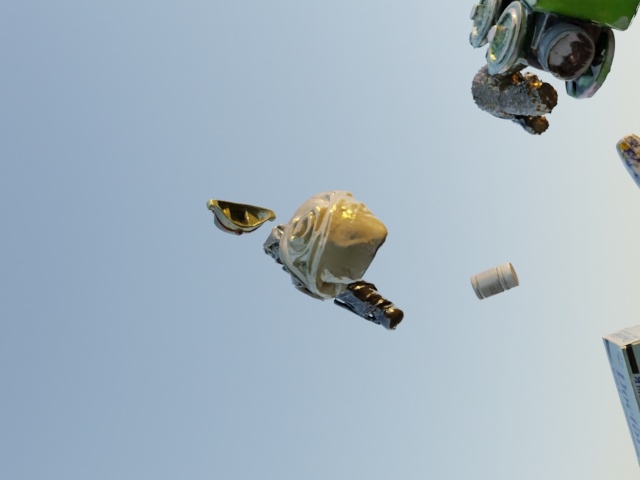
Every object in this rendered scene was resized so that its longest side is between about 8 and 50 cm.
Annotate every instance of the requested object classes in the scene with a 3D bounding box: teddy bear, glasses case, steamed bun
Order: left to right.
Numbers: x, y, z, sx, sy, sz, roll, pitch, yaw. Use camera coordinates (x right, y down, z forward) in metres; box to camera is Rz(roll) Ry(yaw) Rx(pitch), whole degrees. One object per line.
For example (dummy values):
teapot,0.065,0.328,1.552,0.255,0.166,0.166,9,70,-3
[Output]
steamed bun,-0.001,0.002,1.492,0.144,0.218,0.211,21,-67,-40
teddy bear,0.325,-0.266,1.339,0.251,0.129,0.182,15,-116,-78
glasses case,0.551,-0.067,1.211,0.087,0.065,0.248,23,-149,-51

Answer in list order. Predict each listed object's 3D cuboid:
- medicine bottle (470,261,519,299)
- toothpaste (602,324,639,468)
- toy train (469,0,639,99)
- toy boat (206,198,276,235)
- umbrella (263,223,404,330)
medicine bottle,0.378,0.088,1.686,0.058,0.091,0.058,51,-155,-36
toothpaste,0.478,0.289,1.082,0.081,0.067,0.337,-91,-16,-87
toy train,0.326,-0.345,1.070,0.307,0.173,0.249,-92,17,-60
toy boat,-0.198,-0.056,1.859,0.185,0.071,0.089,9,-132,-34
umbrella,0.022,0.092,1.706,0.106,0.357,0.113,-54,-19,-3
